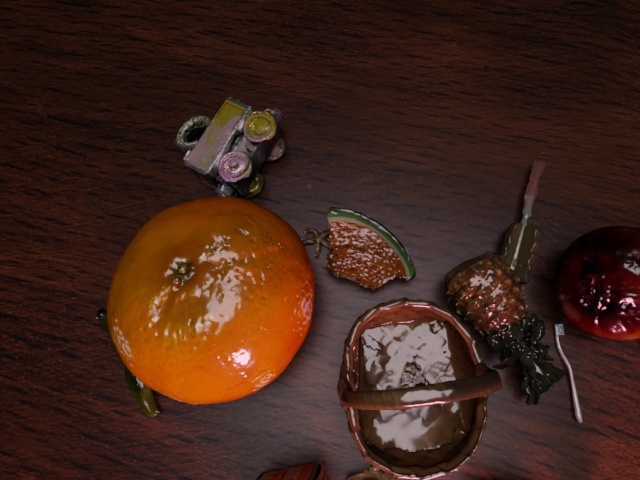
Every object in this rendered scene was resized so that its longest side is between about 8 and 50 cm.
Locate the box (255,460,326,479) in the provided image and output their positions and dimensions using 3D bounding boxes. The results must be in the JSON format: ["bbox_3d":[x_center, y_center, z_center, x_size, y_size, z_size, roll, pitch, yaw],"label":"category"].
[{"bbox_3d":[-0.047,0.550,0.823,0.148,0.177,0.194,-13,74,1],"label":"box"}]

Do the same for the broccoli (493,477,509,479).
[{"bbox_3d":[0.412,0.553,0.771,0.243,0.273,0.180,5,82,50],"label":"broccoli"}]

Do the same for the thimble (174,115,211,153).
[{"bbox_3d":[-0.320,-0.268,1.128,0.110,0.062,0.084,-30,74,-3],"label":"thimble"}]

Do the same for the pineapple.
[{"bbox_3d":[0.379,0.183,0.896,0.170,0.141,0.309,-26,84,-40],"label":"pineapple"}]

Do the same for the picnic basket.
[{"bbox_3d":[0.176,0.269,0.806,0.294,0.337,0.336,-8,75,3],"label":"picnic basket"}]

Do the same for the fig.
[{"bbox_3d":[0.609,0.076,0.873,0.264,0.224,0.223,-15,74,0],"label":"fig"}]

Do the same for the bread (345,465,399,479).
[{"bbox_3d":[0.115,0.541,0.841,0.085,0.134,0.173,-2,77,-27],"label":"bread"}]

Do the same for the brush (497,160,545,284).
[{"bbox_3d":[0.468,-0.051,0.990,0.084,0.071,0.300,18,77,13],"label":"brush"}]

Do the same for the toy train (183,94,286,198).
[{"bbox_3d":[-0.202,-0.226,1.068,0.178,0.134,0.260,28,79,12],"label":"toy train"}]

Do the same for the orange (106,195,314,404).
[{"bbox_3d":[-0.217,0.111,0.881,0.425,0.326,0.423,-1,74,4],"label":"orange"}]

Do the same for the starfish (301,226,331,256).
[{"bbox_3d":[0.000,0.000,1.043,0.091,0.028,0.078,39,84,11],"label":"starfish"}]

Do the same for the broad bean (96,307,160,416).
[{"bbox_3d":[-0.440,0.271,1.007,0.060,0.043,0.297,-36,73,7],"label":"broad bean"}]

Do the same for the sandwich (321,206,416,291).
[{"bbox_3d":[0.108,0.026,0.996,0.235,0.079,0.159,21,96,5],"label":"sandwich"}]

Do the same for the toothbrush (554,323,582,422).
[{"bbox_3d":[0.524,0.278,0.924,0.022,0.017,0.203,-11,73,23],"label":"toothbrush"}]
